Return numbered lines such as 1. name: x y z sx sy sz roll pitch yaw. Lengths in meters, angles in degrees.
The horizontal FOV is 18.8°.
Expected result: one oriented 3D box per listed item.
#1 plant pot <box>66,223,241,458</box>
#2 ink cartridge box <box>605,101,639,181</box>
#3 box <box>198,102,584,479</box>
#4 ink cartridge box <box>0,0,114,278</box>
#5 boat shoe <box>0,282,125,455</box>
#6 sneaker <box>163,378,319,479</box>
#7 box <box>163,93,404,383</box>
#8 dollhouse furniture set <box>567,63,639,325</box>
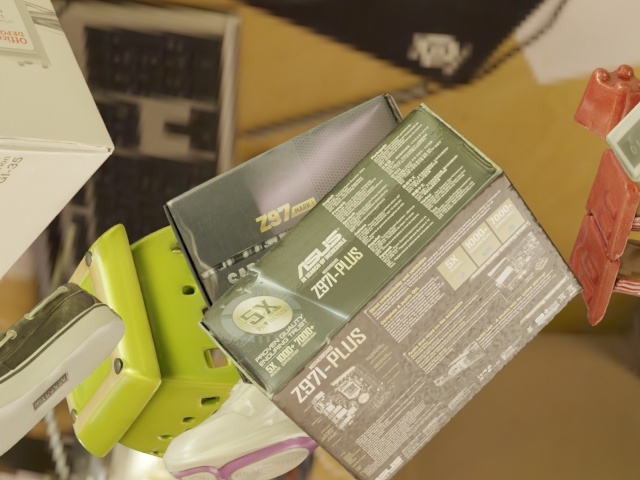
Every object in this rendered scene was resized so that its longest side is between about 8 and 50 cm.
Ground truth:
1. plant pot: -0.169 0.111 2.134 0.207 0.227 0.228 -1 150 -29
2. ink cartridge box: 0.420 -0.161 1.728 0.239 0.060 0.275 -4 146 -44
3. box: 0.044 0.037 1.114 0.180 0.077 0.147 -45 142 -1
4. ink cartridge box: -0.293 -0.118 1.419 0.117 0.283 0.207 3 143 -45
5. boat shoe: -0.258 0.116 1.559 0.070 0.219 0.078 38 147 21
6. sneaker: -0.030 0.140 1.934 0.305 0.152 0.114 -26 162 -15
7. box: 0.000 0.000 1.740 0.232 0.183 0.059 -25 170 6
8. dollhouse furniture set: 0.364 -0.054 2.063 0.201 0.374 0.152 9 117 -9
